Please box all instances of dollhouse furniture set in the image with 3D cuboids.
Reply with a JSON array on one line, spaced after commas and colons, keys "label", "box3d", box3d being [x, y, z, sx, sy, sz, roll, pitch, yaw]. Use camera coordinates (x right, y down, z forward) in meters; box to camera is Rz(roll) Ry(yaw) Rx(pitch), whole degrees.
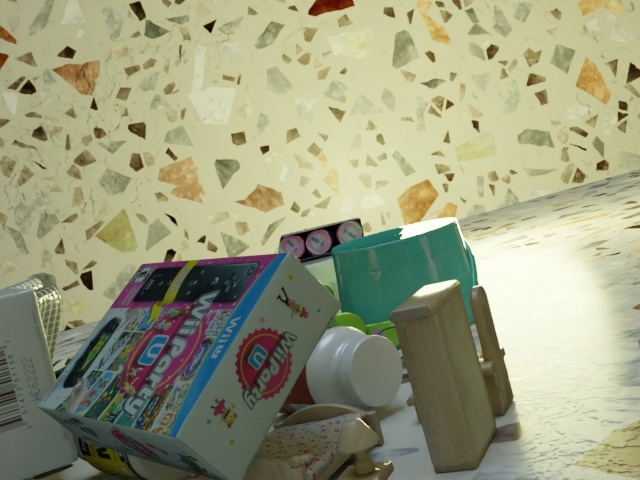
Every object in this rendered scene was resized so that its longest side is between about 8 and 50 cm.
[{"label": "dollhouse furniture set", "box3d": [0.003, 0.167, 0.982, 0.355, 0.174, 0.303, -13, 4, 26]}]

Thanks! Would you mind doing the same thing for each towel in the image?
[{"label": "towel", "box3d": [-0.689, 0.245, 1.919, 0.121, 0.284, 0.235, 19, 18, 12]}]

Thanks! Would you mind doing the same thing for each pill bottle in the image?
[{"label": "pill bottle", "box3d": [0.005, 0.178, 1.182, 0.121, 0.121, 0.216, -19, 5, -39]}, {"label": "pill bottle", "box3d": [-0.246, 0.251, 1.141, 0.119, 0.119, 0.208, -19, 5, -40]}]

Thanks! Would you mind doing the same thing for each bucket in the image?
[{"label": "bucket", "box3d": [0.157, 0.074, 1.600, 0.281, 0.183, 0.281, -14, 5, 1]}]

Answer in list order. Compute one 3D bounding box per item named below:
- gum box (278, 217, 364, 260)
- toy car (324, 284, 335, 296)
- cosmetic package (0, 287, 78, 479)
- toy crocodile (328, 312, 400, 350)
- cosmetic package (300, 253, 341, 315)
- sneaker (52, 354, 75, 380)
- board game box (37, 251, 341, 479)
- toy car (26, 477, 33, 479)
[{"label": "gum box", "box3d": [0.000, 0.000, 1.894, 0.188, 0.062, 0.107, -13, 2, 0]}, {"label": "toy car", "box3d": [-0.053, 0.185, 1.563, 0.155, 0.149, 0.188, -13, -26, -22]}, {"label": "cosmetic package", "box3d": [-0.478, 0.194, 1.233, 0.161, 0.230, 0.453, -15, 4, -24]}, {"label": "toy crocodile", "box3d": [-0.012, 0.183, 1.356, 0.340, 0.105, 0.115, -10, -17, -1]}, {"label": "cosmetic package", "box3d": [-0.099, 0.134, 1.893, 0.385, 0.156, 0.217, -10, 4, 37]}, {"label": "sneaker", "box3d": [-0.566, 0.299, 1.945, 0.106, 0.078, 0.234, -16, 1, 26]}, {"label": "board game box", "box3d": [-0.151, 0.129, 0.957, 0.303, 0.097, 0.224, -4, 47, 48]}, {"label": "toy car", "box3d": [-0.498, 0.342, 1.300, 0.225, 0.053, 0.239, -15, 3, 3]}]
